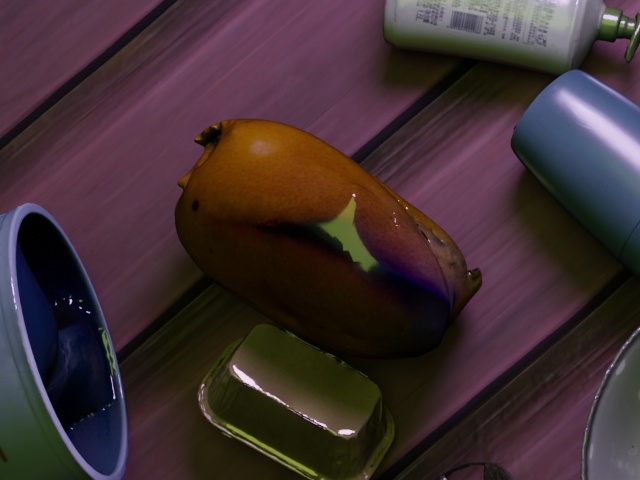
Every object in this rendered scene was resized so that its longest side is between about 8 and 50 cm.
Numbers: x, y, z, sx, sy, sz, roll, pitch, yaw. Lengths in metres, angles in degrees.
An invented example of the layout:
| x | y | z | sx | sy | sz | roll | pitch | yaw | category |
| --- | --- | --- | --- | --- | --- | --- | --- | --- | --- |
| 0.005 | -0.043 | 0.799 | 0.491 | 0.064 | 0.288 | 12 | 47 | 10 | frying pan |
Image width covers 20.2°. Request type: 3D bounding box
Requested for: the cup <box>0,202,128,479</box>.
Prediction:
| x | y | z | sx | sy | sz | roll | pitch | yaw | category |
| --- | --- | --- | --- | --- | --- | --- | --- | --- | --- |
| -0.351 | 0.158 | 1.619 | 0.311 | 0.331 | 0.257 | -17 | 42 | 8 | cup |

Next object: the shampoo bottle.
| x | y | z | sx | sy | sz | roll | pitch | yaw | category |
| --- | --- | --- | --- | --- | --- | --- | --- | --- | --- |
| 0.183 | -0.215 | 1.664 | 0.234 | 0.087 | 0.118 | 12 | 74 | 12 | shampoo bottle |

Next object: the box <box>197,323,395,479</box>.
| x | y | z | sx | sy | sz | roll | pitch | yaw | category |
| --- | --- | --- | --- | --- | --- | --- | --- | --- | --- |
| -0.020 | 0.148 | 1.618 | 0.177 | 0.111 | 0.111 | 28 | 84 | 11 | box |

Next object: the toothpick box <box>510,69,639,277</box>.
| x | y | z | sx | sy | sz | roll | pitch | yaw | category |
| --- | --- | --- | --- | --- | --- | --- | --- | --- | --- |
| 0.262 | -0.065 | 1.602 | 0.120 | 0.120 | 0.184 | -45 | 71 | -2 | toothpick box |

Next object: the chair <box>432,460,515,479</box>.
| x | y | z | sx | sy | sz | roll | pitch | yaw | category |
| --- | --- | --- | --- | --- | --- | --- | --- | --- | --- |
| 0.145 | 0.289 | 1.533 | 0.213 | 0.149 | 0.174 | 32 | 86 | 19 | chair |

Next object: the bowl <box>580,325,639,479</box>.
| x | y | z | sx | sy | sz | roll | pitch | yaw | category |
| --- | --- | --- | --- | --- | --- | --- | --- | --- | --- |
| 0.382 | 0.202 | 1.494 | 0.337 | 0.157 | 0.337 | -1 | 75 | 4 | bowl |

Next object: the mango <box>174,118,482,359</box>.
| x | y | z | sx | sy | sz | roll | pitch | yaw | category |
| --- | --- | --- | --- | --- | --- | --- | --- | --- | --- |
| 0.000 | 0.000 | 1.587 | 0.287 | 0.201 | 0.153 | 27 | 59 | 17 | mango |
